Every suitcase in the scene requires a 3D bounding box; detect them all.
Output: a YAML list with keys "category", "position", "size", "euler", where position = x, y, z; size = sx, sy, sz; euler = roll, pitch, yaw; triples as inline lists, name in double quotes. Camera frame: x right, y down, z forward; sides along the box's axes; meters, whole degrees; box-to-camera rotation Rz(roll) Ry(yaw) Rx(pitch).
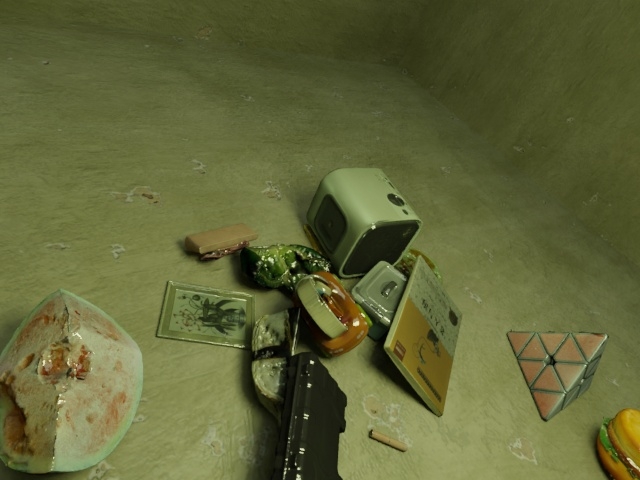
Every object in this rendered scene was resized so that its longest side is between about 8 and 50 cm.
- category: "suitcase"
  position: [-0.013, 0.393, 0.868]
  size: [0.285, 0.066, 0.206]
  euler: [-83, 151, -50]

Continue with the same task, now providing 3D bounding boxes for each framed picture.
- category: "framed picture"
  position: [-0.274, 0.184, 1.075]
  size: [0.231, 0.010, 0.173]
  euler: [12, 41, -20]

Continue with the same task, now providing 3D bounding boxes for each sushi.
- category: "sushi"
  position: [-0.115, 0.283, 0.997]
  size: [0.109, 0.134, 0.272]
  euler: [8, 59, 2]

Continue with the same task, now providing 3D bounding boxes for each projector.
- category: "projector"
  position: [0.132, -0.059, 1.365]
  size: [0.249, 0.248, 0.249]
  euler: [-5, 49, -32]

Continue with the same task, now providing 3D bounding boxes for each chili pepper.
- category: "chili pepper"
  position: [-0.104, 0.083, 1.228]
  size: [0.265, 0.116, 0.148]
  euler: [-1, 35, -33]

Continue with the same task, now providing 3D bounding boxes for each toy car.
- category: "toy car"
  position: [0.008, 0.165, 1.077]
  size: [0.235, 0.145, 0.235]
  euler: [53, 0, 0]

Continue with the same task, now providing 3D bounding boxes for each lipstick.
- category: "lipstick"
  position: [0.159, 0.469, 1.013]
  size: [0.094, 0.019, 0.019]
  euler: [26, 38, -5]

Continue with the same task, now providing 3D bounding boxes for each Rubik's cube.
- category: "Rubik's cube"
  position: [0.751, 0.397, 1.355]
  size: [0.228, 0.233, 0.229]
  euler: [-11, -2, 8]

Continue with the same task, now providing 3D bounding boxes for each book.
- category: "book"
  position: [0.306, 0.251, 1.225]
  size: [0.269, 0.032, 0.389]
  euler: [52, 40, -17]

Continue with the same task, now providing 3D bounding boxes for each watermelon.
- category: "watermelon"
  position: [-0.458, 0.269, 0.785]
  size: [0.175, 0.188, 0.321]
  euler: [-19, 51, 13]

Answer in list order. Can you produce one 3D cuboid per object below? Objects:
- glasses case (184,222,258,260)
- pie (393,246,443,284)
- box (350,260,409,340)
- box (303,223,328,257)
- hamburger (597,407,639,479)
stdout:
- category: "glasses case"
  position: [-0.264, 0.018, 1.205]
  size: [0.194, 0.070, 0.102]
  euler: [-17, 37, -40]
- category: "pie"
  position: [0.315, 0.105, 1.491]
  size: [0.241, 0.054, 0.240]
  euler: [15, 40, -13]
- category: "box"
  position: [0.180, 0.174, 1.269]
  size: [0.162, 0.130, 0.227]
  euler: [38, 38, 12]
- category: "box"
  position: [0.000, 0.000, 1.441]
  size: [0.073, 0.020, 0.149]
  euler: [-2, 48, -32]
- category: "hamburger"
  position: [0.886, 0.599, 1.192]
  size: [0.246, 0.170, 0.246]
  euler: [16, 28, -9]
